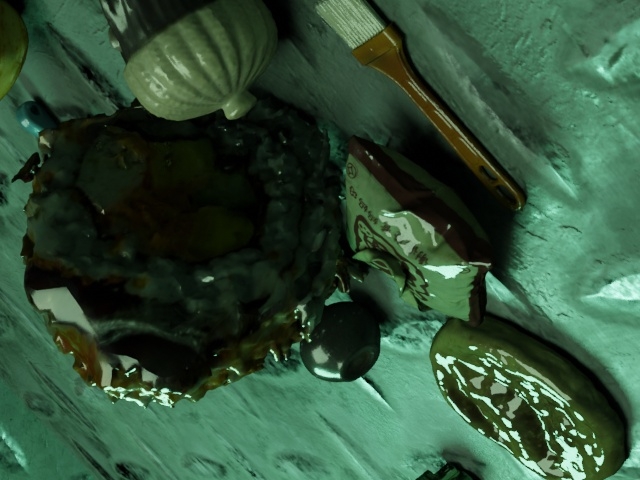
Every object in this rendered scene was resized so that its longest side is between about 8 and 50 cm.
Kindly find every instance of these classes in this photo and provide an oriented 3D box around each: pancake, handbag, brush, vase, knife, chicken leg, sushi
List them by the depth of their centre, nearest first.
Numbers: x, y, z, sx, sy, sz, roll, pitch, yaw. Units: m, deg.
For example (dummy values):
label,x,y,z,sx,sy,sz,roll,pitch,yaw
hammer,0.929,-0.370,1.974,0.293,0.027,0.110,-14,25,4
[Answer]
label,x,y,z,sx,sy,sz,roll,pitch,yaw
brush,0.114,-0.147,1.507,0.314,0.017,0.090,48,158,-9
handbag,0.112,-0.005,1.606,0.213,0.127,0.235,38,167,15
sushi,-0.163,-0.009,1.685,0.417,0.417,0.176,35,157,18
pancake,0.258,0.205,1.799,0.294,0.049,0.294,33,152,20
chicken leg,-0.007,-0.001,1.856,0.125,0.080,0.196,14,136,30
vase,0.002,0.113,1.981,0.183,0.120,0.120,46,160,32
knife,-0.397,-0.122,2.267,0.032,0.058,0.244,-31,108,26

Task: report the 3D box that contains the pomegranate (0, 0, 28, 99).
label,x,y,z,sx,sy,sz,roll,pitch,yaw
pomegranate,-0.540,-0.291,2.022,0.248,0.248,0.248,34,154,20

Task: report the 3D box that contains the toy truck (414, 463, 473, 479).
label,x,y,z,sx,sy,sz,roll,pitch,yaw
toy truck,0.203,0.460,2.201,0.135,0.128,0.260,32,156,55

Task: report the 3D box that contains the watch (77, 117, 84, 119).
label,x,y,z,sx,sy,sz,roll,pitch,yaw
watch,-0.334,-0.097,2.165,0.152,0.131,0.165,24,149,0

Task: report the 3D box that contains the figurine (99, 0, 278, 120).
label,x,y,z,sx,sy,sz,roll,pitch,yaw
figurine,-0.184,-0.280,1.550,0.332,0.185,0.204,54,-171,-31
